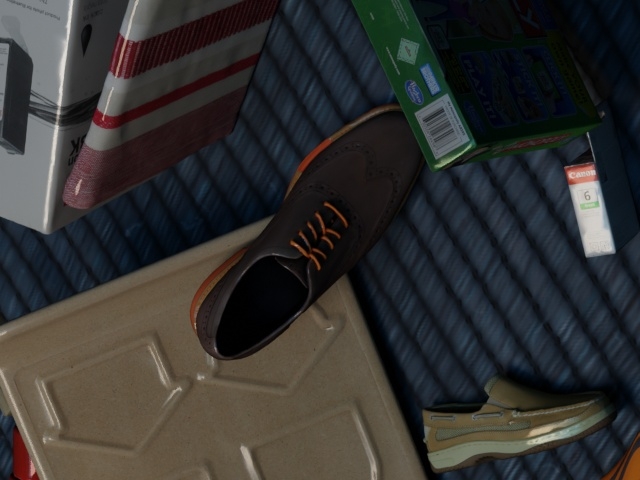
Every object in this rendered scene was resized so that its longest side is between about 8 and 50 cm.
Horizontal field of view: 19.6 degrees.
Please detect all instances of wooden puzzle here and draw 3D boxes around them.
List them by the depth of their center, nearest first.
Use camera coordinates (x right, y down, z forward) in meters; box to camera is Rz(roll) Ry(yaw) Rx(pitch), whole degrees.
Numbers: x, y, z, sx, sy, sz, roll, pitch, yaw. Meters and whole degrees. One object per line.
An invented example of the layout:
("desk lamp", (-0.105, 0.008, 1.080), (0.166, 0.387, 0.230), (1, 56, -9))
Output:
("wooden puzzle", (-0.092, 0.174, 1.676), (0.322, 0.080, 0.348), (-22, 102, -3))

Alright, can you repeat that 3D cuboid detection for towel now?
("towel", (-0.098, -0.195, 1.513), (0.037, 0.237, 0.329), (32, 121, 16))

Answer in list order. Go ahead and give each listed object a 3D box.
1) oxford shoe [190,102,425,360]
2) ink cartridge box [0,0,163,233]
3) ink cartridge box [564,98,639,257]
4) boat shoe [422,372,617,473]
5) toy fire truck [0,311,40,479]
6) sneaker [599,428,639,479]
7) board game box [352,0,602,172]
("oxford shoe", (0.000, 0.000, 1.565), (0.097, 0.098, 0.271), (39, 94, -13))
("ink cartridge box", (-0.212, -0.167, 1.612), (0.114, 0.197, 0.273), (22, 118, 20))
("ink cartridge box", (0.223, -0.050, 1.493), (0.029, 0.063, 0.115), (-10, 102, 31))
("boat shoe", (0.164, 0.149, 1.605), (0.190, 0.068, 0.072), (-19, 87, 33))
("toy fire truck", (-0.244, 0.191, 1.762), (0.158, 0.217, 0.246), (8, 105, 27))
("sneaker", (0.202, 0.265, 1.588), (0.180, 0.124, 0.321), (24, 119, 18))
("board game box", (0.083, -0.211, 1.385), (0.046, 0.213, 0.317), (-30, 81, 34))
